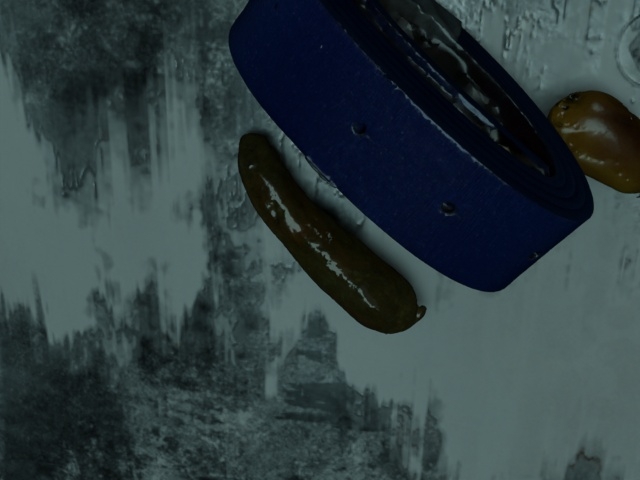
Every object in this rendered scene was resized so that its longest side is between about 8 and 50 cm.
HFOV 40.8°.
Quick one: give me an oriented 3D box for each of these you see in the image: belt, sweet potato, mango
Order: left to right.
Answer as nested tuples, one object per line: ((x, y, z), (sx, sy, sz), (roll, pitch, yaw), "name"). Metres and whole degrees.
((0.000, 0.000, 0.914), (0.273, 0.075, 0.075), (45, 113, -3), "sweet potato")
((0.082, -0.118, 0.760), (0.347, 0.212, 0.117), (45, 126, 2), "belt")
((0.272, -0.093, 0.824), (0.127, 0.063, 0.077), (36, 109, -10), "mango")
